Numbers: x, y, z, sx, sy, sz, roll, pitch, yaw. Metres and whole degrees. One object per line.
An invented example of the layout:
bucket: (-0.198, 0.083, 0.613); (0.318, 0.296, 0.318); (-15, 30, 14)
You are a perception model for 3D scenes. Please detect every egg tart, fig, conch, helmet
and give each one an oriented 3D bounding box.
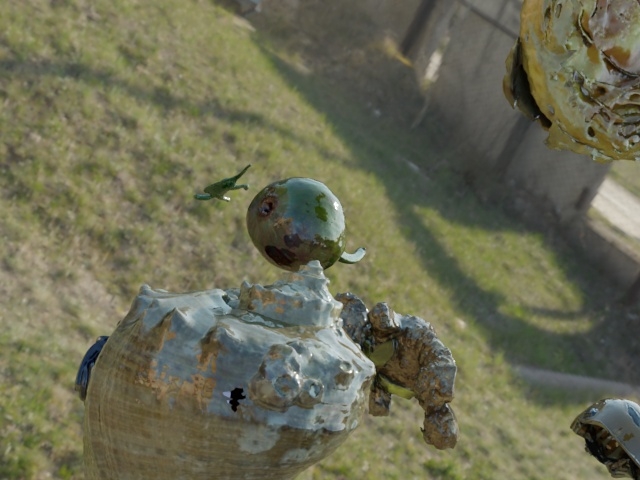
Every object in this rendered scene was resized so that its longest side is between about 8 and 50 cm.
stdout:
egg tart: (0.326, -0.227, 1.020); (0.297, 0.297, 0.132); (22, 1, -30)
fig: (0.000, 0.000, 1.267); (0.245, 0.149, 0.149); (31, 15, -46)
conch: (-0.120, 0.152, 0.874); (0.297, 0.352, 0.210); (25, -28, 26)
helmet: (0.641, 0.409, 1.819); (0.198, 0.130, 0.224); (46, -13, 3)

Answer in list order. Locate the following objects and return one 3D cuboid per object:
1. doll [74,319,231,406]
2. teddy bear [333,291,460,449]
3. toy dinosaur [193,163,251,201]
doll: (-0.189, 0.239, 1.181); (0.284, 0.240, 0.310); (4, 64, -20)
teddy bear: (0.114, 0.221, 1.535); (0.222, 0.246, 0.296); (-8, 33, -1)
toy dinosaur: (-0.144, -0.083, 1.307); (0.060, 0.119, 0.029); (-7, 76, -41)
